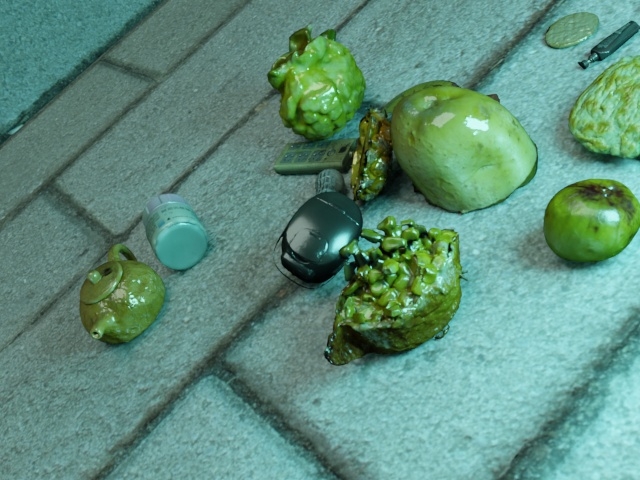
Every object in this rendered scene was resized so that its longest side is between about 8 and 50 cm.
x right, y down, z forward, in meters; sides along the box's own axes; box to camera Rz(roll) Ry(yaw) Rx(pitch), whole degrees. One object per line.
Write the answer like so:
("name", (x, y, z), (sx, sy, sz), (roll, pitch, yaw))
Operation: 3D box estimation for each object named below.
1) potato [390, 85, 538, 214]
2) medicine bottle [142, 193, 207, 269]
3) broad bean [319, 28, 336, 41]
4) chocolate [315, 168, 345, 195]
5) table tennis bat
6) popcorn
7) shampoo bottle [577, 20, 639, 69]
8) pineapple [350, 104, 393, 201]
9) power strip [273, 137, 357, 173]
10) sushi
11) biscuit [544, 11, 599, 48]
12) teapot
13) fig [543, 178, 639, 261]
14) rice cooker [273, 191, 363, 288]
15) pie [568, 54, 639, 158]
("potato", (0.252, -0.195, 1.424), (0.242, 0.242, 0.285), (-46, 41, -12))
("medicine bottle", (-0.355, -0.025, 1.787), (0.135, 0.135, 0.168), (-39, 37, -2))
("broad bean", (-0.019, -0.507, 2.089), (0.052, 0.053, 0.256), (25, 63, 8))
("chocolate", (0.017, -0.092, 1.611), (0.072, 0.072, 0.167), (-18, 42, 23))
("table tennis bat", (0.257, -0.290, 1.662), (0.310, 0.038, 0.200), (0, 51, 43))
("popcorn", (-0.009, -0.374, 1.793), (0.224, 0.258, 0.270), (-10, 81, 16))
("shampoo bottle", (0.591, -0.399, 1.514), (0.137, 0.027, 0.048), (-38, 32, -1))
("pineapple", (0.113, -0.178, 1.559), (0.076, 0.225, 0.225), (9, 44, -7))
("power strip", (0.003, -0.201, 1.765), (0.268, 0.034, 0.092), (2, 52, 40))
("sushi", (0.124, 0.086, 1.257), (0.296, 0.179, 0.167), (-34, 43, 6))
("biscuit", (0.551, -0.462, 1.621), (0.120, 0.015, 0.120), (-21, 40, 19))
("teapot", (-0.476, 0.114, 1.707), (0.203, 0.167, 0.311), (-24, 39, 17))
("fig", (0.433, -0.034, 1.183), (0.153, 0.121, 0.136), (-16, 37, 25))
("rice cooker", (-0.001, 0.001, 1.470), (0.142, 0.118, 0.203), (35, 75, 13))
("pie", (0.556, -0.228, 1.311), (0.201, 0.090, 0.248), (-55, 36, 3))
